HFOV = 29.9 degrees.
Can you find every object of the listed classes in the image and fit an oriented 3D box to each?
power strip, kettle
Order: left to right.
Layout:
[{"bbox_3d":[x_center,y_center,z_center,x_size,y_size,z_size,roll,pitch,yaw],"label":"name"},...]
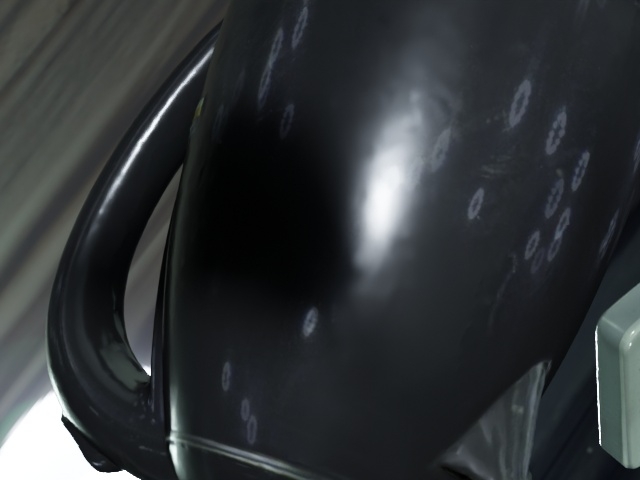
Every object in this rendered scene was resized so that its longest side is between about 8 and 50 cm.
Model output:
[{"bbox_3d":[0.000,0.000,0.561,0.268,0.290,0.207,12,165,30],"label":"kettle"},{"bbox_3d":[0.408,0.134,1.403,0.059,0.193,0.265,38,155,40],"label":"power strip"}]
